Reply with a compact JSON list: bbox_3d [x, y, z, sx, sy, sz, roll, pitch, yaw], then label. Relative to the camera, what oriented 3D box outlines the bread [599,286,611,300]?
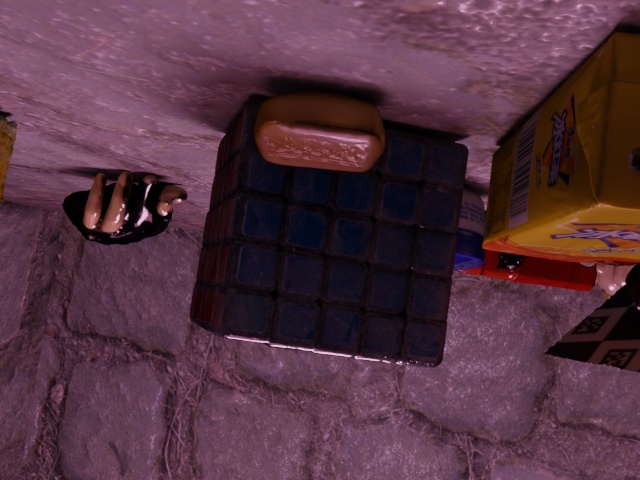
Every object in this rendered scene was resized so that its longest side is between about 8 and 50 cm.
[{"bbox_3d":[0.682,0.096,1.474,0.156,0.158,0.261,15,171,-38],"label":"bread"}]

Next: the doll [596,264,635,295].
[{"bbox_3d":[0.543,0.045,1.410,0.154,0.119,0.278,12,-175,-36],"label":"doll"}]

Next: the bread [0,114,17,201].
[{"bbox_3d":[-0.533,-0.128,0.946,0.257,0.124,0.186,8,170,17],"label":"bread"}]

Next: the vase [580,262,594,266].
[{"bbox_3d":[0.371,-0.015,1.059,0.081,0.081,0.149,5,171,40],"label":"vase"}]

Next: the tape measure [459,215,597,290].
[{"bbox_3d":[0.348,0.017,1.308,0.253,0.114,0.260,10,179,-31],"label":"tape measure"}]

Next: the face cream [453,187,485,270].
[{"bbox_3d":[0.138,-0.019,1.072,0.206,0.111,0.206,1,168,0],"label":"face cream"}]

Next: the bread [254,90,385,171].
[{"bbox_3d":[0.000,-0.101,0.641,0.115,0.056,0.082,5,154,3],"label":"bread"}]

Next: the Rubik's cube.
[{"bbox_3d":[0.000,0.000,0.799,0.237,0.237,0.238,10,176,-15],"label":"Rubik's cube"}]

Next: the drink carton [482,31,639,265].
[{"bbox_3d":[0.237,-0.047,0.569,0.155,0.111,0.351,7,175,3],"label":"drink carton"}]

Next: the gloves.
[{"bbox_3d":[-0.393,-0.070,1.496,0.197,0.152,0.301,-24,-177,-39],"label":"gloves"}]

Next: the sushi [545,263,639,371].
[{"bbox_3d":[0.403,0.009,0.666,0.320,0.068,0.339,-33,-169,-18],"label":"sushi"}]
